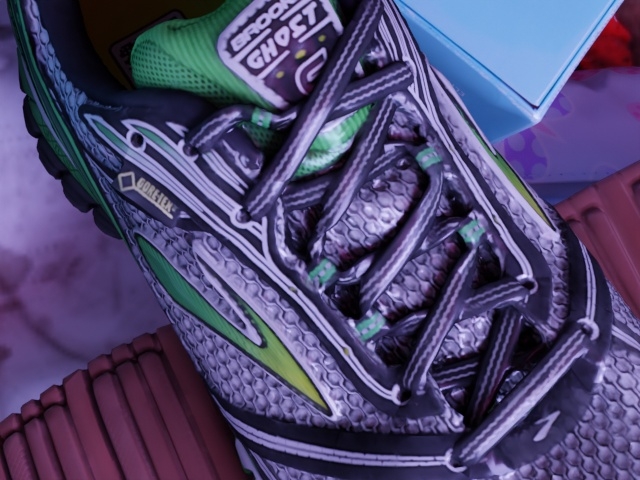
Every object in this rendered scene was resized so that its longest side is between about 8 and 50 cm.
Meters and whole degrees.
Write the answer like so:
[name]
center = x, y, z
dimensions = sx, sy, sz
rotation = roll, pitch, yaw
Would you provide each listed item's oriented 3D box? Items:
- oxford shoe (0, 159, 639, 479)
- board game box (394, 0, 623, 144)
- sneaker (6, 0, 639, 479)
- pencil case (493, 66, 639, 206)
[oxford shoe]
center = 0.030, 0.097, 0.540
dimensions = 0.397, 0.146, 0.140
rotation = -19, 62, -4
[board game box]
center = 0.012, -0.238, 0.529
dimensions = 0.336, 0.079, 0.254
rotation = 38, 81, -5
[sneaker]
center = 0.000, 0.000, 0.426
dimensions = 0.134, 0.146, 0.343
rotation = -39, 68, -13
[pencil case]
center = 0.077, -0.025, 0.624
dimensions = 0.273, 0.124, 0.113
rotation = -5, 88, -25
